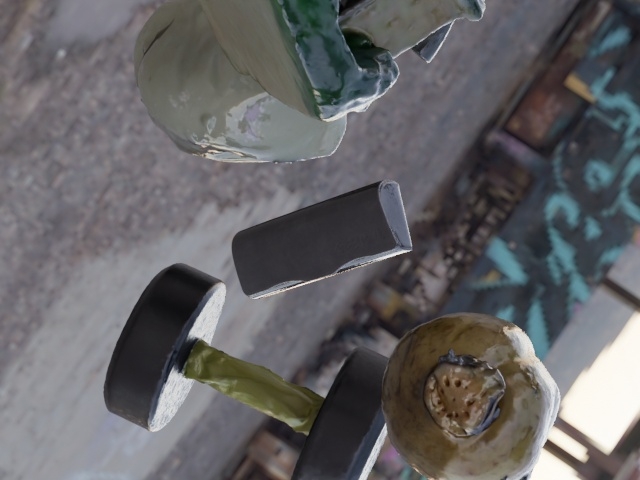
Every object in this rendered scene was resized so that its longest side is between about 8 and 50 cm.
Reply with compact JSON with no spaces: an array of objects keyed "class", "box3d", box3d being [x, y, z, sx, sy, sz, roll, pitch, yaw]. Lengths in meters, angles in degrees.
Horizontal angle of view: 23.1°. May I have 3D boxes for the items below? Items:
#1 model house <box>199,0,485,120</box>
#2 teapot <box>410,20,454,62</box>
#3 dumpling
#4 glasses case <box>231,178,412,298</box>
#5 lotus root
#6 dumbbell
[{"class":"model house","box3d":[0.025,-0.367,1.554,0.342,0.334,0.382,-34,125,-13]},{"class":"teapot","box3d":[0.178,-0.319,2.327,0.110,0.043,0.043,-52,173,5]},{"class":"dumpling","box3d":[-0.114,-0.225,1.986,0.187,0.318,0.243,-42,153,-53]},{"class":"glasses case","box3d":[-0.001,0.001,1.499,0.190,0.072,0.042,-19,171,36]},{"class":"lotus root","box3d":[0.130,0.141,1.319,0.140,0.154,0.257,-26,163,15]},{"class":"dumbbell","box3d":[-0.076,0.178,1.871,0.204,0.322,0.204,24,90,-83]}]
